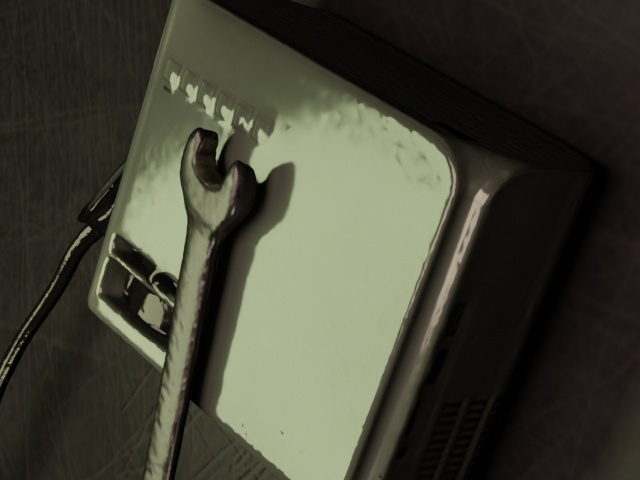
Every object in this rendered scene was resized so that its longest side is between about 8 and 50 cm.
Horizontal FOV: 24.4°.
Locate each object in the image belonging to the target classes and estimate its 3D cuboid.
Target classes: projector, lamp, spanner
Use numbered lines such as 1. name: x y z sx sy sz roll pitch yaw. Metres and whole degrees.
1. projector: 0.000 0.000 0.772 0.250 0.108 0.198 34 114 39
2. lamp: -0.183 0.094 1.007 0.108 0.130 0.371 37 107 -9
3. spanner: -0.073 0.069 0.759 0.054 0.015 0.254 26 110 42
